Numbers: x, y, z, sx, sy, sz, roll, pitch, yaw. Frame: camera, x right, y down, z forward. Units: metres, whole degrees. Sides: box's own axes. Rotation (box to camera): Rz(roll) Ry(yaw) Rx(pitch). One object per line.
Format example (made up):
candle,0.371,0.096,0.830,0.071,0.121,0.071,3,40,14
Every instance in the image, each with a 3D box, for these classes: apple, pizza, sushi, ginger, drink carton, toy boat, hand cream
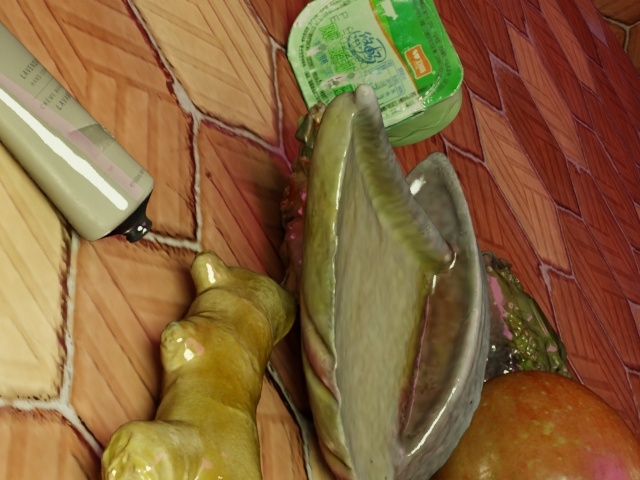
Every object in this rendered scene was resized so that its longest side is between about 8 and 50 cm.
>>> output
apple,0.170,0.200,1.183,0.181,0.181,0.168,43,21,-43
pizza,0.000,0.000,1.202,0.195,0.052,0.185,-63,141,-58
sushi,0.153,0.105,1.376,0.161,0.107,0.241,54,21,-14
ginger,-0.060,0.095,0.907,0.118,0.065,0.299,61,16,-20
drink carton,0.063,-0.157,1.455,0.146,0.144,0.142,69,11,15
toy boat,0.038,0.055,1.079,0.293,0.111,0.276,17,77,-66
hand cream,-0.164,-0.072,0.890,0.186,0.054,0.087,50,19,-15
